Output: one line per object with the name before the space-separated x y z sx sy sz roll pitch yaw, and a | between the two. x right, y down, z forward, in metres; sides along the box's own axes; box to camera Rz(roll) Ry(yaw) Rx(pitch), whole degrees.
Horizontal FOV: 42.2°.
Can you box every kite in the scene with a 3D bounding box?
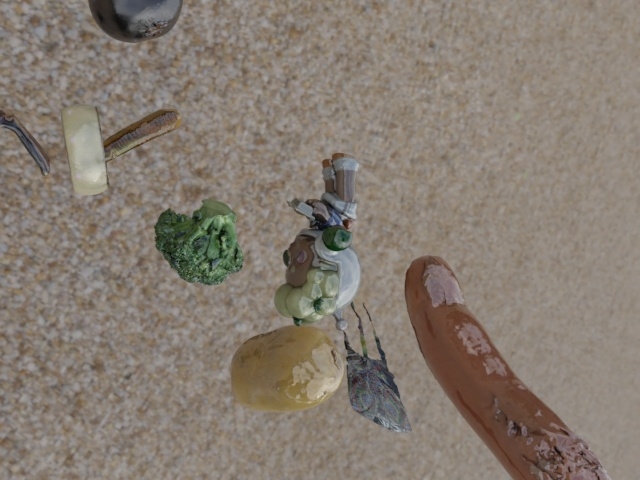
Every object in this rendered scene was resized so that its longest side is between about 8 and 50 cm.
kite | 0.076 0.192 1.403 0.015 0.285 0.152 -40 133 24

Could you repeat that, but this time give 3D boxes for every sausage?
sausage | 0.155 0.137 0.714 0.078 0.304 0.078 -26 150 -16

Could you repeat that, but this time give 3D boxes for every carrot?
carrot | -0.291 -0.164 1.302 0.170 0.042 0.042 -36 136 -34

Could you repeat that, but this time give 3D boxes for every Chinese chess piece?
Chinese chess piece | -0.315 -0.121 1.107 0.051 0.122 0.122 -8 121 -15

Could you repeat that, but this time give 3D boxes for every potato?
potato | -0.051 0.180 1.163 0.109 0.178 0.118 9 72 -62

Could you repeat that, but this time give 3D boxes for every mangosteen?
mangosteen | -0.271 -0.357 1.174 0.137 0.151 0.137 -36 171 -7

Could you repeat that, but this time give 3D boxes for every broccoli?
broccoli | -0.225 0.002 1.534 0.195 0.195 0.156 -26 144 -49

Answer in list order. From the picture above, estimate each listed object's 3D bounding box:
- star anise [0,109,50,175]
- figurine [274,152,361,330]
star anise | -0.603 -0.139 1.319 0.346 0.237 0.148 3 68 -32
figurine | -0.001 0.000 0.915 0.093 0.147 0.197 5 76 -22
